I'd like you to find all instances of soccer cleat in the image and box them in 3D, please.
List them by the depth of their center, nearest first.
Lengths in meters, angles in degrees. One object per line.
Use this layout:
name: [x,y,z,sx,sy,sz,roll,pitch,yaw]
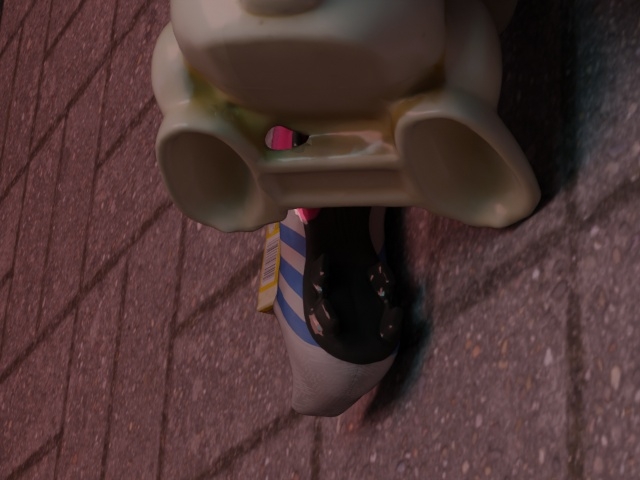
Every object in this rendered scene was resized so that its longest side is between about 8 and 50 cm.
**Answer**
soccer cleat: [0.000,0.000,1.470,0.143,0.116,0.331,119,157,-47]

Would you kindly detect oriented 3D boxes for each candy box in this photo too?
candy box: [-0.019,-0.037,1.651,0.105,0.027,0.206,-24,55,59]

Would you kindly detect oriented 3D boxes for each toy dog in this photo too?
toy dog: [0.001,-0.254,1.282,0.284,0.395,0.408,-7,59,24]
